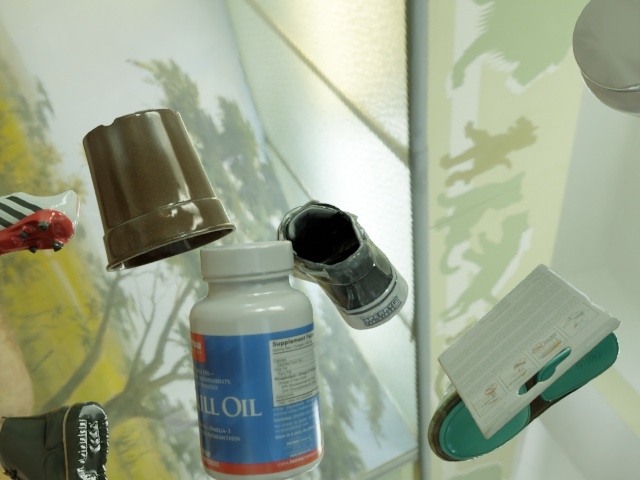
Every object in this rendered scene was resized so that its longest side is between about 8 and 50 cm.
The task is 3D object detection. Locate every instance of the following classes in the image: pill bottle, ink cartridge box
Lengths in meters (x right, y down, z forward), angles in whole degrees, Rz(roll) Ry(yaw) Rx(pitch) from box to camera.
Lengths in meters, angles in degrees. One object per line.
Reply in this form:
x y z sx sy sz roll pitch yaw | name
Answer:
-0.065 0.114 0.750 0.124 0.124 0.221 -176 -99 -76 | pill bottle
0.242 0.134 0.882 0.066 0.189 0.232 45 6 -16 | ink cartridge box
0.357 -0.198 0.807 0.136 0.246 0.136 3 -86 36 | pill bottle

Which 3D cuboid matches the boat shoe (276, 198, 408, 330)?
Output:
0.000 0.000 0.889 0.102 0.108 0.301 55 -2 -26 | boat shoe

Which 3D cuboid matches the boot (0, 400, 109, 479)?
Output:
-0.319 0.294 0.882 0.077 0.137 0.197 42 43 -57 | boot

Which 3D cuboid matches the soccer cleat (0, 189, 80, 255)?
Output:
-0.157 -0.008 0.369 0.035 0.083 0.029 -87 166 -51 | soccer cleat

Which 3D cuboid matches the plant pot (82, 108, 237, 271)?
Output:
-0.208 -0.065 0.936 0.167 0.167 0.165 151 -80 -77 | plant pot

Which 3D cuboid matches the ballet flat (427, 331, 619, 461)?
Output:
0.273 0.204 1.088 0.123 0.349 0.123 47 -30 37 | ballet flat
